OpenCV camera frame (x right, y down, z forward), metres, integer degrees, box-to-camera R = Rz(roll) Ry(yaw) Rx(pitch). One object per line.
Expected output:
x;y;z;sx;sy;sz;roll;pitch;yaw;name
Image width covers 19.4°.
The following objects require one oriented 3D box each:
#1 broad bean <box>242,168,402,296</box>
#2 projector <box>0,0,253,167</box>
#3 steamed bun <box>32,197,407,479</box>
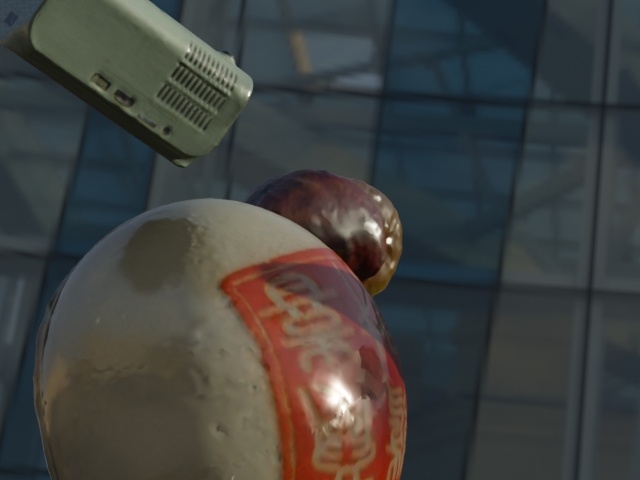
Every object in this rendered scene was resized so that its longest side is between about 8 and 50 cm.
0.002;0.002;2.066;0.228;0.156;0.122;9;-14;-37;broad bean
-0.190;-0.175;1.581;0.198;0.108;0.250;36;-1;-30;projector
-0.061;0.140;1.623;0.241;0.374;0.374;-16;-33;35;steamed bun
